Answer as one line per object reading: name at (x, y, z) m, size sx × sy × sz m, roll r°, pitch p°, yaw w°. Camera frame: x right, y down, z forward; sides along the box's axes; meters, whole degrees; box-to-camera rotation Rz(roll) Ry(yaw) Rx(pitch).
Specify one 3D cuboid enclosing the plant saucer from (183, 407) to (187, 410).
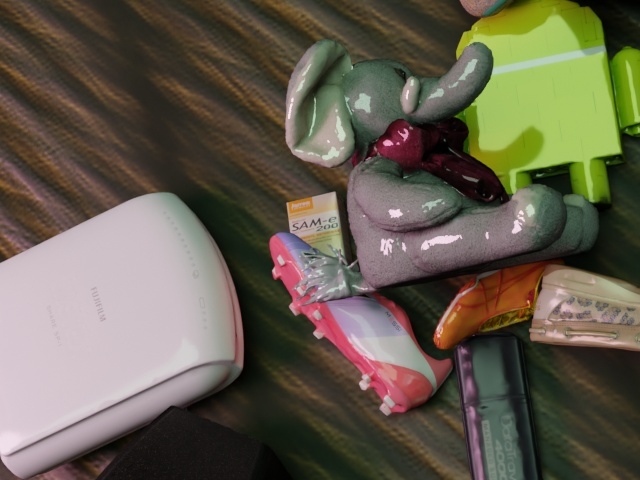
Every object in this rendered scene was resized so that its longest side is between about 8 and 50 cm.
plant saucer at (-0.244, 0.181, 1.853) m, size 0.192 × 0.018 × 0.067 m, roll -9°, pitch 73°, yaw 16°

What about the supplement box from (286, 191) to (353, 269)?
supplement box at (0.000, 0.000, 1.815) m, size 0.062 × 0.036 × 0.098 m, roll -13°, pitch 72°, yaw 14°

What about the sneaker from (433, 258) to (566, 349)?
sneaker at (0.196, 0.065, 1.699) m, size 0.175 × 0.064 × 0.067 m, roll -35°, pitch 63°, yaw -15°

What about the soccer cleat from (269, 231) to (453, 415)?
soccer cleat at (0.041, 0.080, 1.748) m, size 0.095 × 0.083 × 0.248 m, roll -36°, pitch 79°, yaw -18°

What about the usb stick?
usb stick at (0.195, 0.232, 1.685) m, size 0.077 × 0.045 × 0.278 m, roll -9°, pitch 72°, yaw 8°

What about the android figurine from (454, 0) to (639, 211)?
android figurine at (0.245, -0.157, 1.770) m, size 0.248 × 0.056 × 0.272 m, roll -12°, pitch 74°, yaw 15°

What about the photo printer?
photo printer at (-0.244, 0.099, 1.813) m, size 0.308 × 0.107 × 0.256 m, roll -25°, pitch 61°, yaw 7°

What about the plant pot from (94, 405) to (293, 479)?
plant pot at (-0.132, 0.289, 1.707) m, size 0.187 × 0.188 × 0.167 m, roll 19°, pitch 70°, yaw 22°

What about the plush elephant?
plush elephant at (0.104, -0.087, 1.628) m, size 0.330 × 0.272 × 0.255 m, roll -13°, pitch 84°, yaw 25°

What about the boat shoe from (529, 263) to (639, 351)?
boat shoe at (0.353, 0.101, 1.618) m, size 0.285 × 0.104 × 0.089 m, roll 17°, pitch 88°, yaw 32°

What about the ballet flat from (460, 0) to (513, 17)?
ballet flat at (0.175, -0.379, 1.818) m, size 0.108 × 0.106 × 0.316 m, roll 15°, pitch 48°, yaw -19°
